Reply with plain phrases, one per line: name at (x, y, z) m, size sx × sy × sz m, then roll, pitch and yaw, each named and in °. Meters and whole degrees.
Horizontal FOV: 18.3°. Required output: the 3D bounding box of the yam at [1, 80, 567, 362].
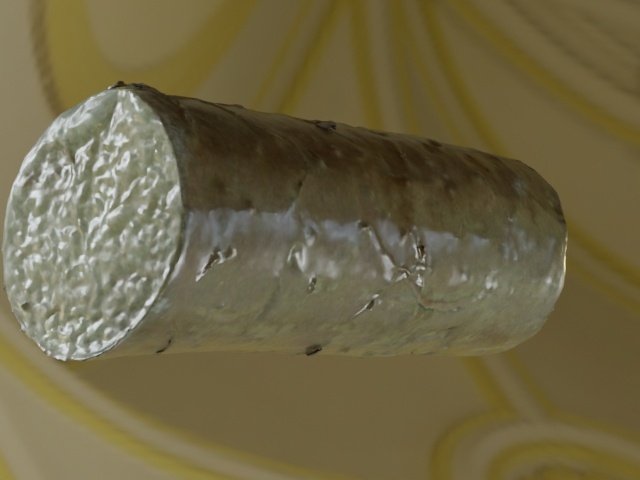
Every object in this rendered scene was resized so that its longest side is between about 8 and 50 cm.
yam at (0.000, 0.000, 0.740) m, size 0.093 × 0.093 × 0.259 m, roll 34°, pitch -163°, yaw 34°
